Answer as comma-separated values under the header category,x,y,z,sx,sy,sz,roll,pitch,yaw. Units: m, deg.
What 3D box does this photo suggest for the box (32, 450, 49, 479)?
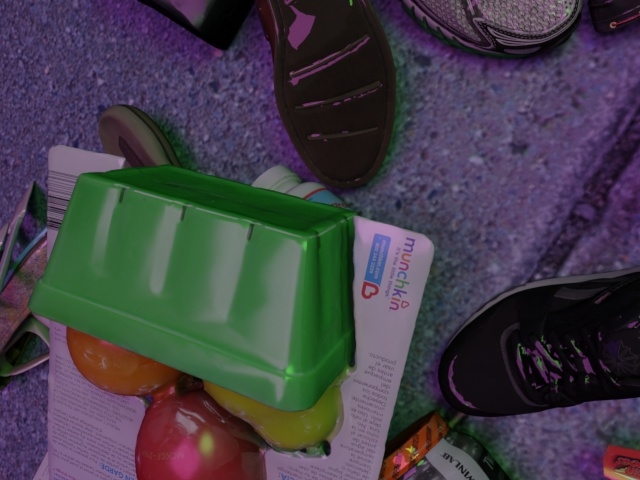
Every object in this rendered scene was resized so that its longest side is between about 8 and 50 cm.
category,x,y,z,sx,sy,sz,roll,pitch,yaw
box,-0.215,0.296,0.600,0.170,0.130,0.091,37,104,20

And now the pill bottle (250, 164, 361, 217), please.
category,x,y,z,sx,sy,sz,roll,pitch,yaw
pill bottle,0.000,0.000,0.523,0.160,0.087,0.087,43,106,18

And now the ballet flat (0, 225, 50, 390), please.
category,x,y,z,sx,sy,sz,roll,pitch,yaw
ballet flat,-0.362,0.091,0.692,0.316,0.107,0.106,-41,95,24

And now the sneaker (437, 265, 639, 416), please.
category,x,y,z,sx,sy,sz,roll,pitch,yaw
sneaker,0.213,0.072,0.409,0.283,0.124,0.107,-26,80,22

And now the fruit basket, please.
category,x,y,z,sx,sy,sz,roll,pitch,yaw
fruit basket,-0.096,0.121,0.457,0.326,0.165,0.353,15,113,18

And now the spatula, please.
category,x,y,z,sx,sy,sz,roll,pitch,yaw
spatula,-0.414,0.042,0.673,0.168,0.019,0.242,-47,36,13

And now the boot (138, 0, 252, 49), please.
category,x,y,z,sx,sy,sz,roll,pitch,yaw
boot,-0.133,-0.484,0.558,0.367,0.146,0.445,40,110,20

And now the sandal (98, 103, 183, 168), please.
category,x,y,z,sx,sy,sz,roll,pitch,yaw
sandal,-0.174,-0.026,0.583,0.303,0.086,0.120,46,133,21

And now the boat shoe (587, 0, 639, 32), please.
category,x,y,z,sx,sy,sz,roll,pitch,yaw
boat shoe,0.281,-0.205,0.422,0.132,0.049,0.042,-18,120,13

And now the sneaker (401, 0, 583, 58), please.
category,x,y,z,sx,sy,sz,roll,pitch,yaw
sneaker,0.080,-0.281,0.421,0.343,0.146,0.134,43,105,-9

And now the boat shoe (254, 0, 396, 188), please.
category,x,y,z,sx,sy,sz,roll,pitch,yaw
boat shoe,-0.001,-0.204,0.496,0.110,0.104,0.308,-12,115,6

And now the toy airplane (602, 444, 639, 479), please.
category,x,y,z,sx,sy,sz,roll,pitch,yaw
toy airplane,0.295,0.165,0.405,0.151,0.028,0.151,-7,65,16

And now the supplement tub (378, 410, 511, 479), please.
category,x,y,z,sx,sy,sz,roll,pitch,yaw
supplement tub,0.126,0.250,0.455,0.117,0.117,0.190,-44,75,18
